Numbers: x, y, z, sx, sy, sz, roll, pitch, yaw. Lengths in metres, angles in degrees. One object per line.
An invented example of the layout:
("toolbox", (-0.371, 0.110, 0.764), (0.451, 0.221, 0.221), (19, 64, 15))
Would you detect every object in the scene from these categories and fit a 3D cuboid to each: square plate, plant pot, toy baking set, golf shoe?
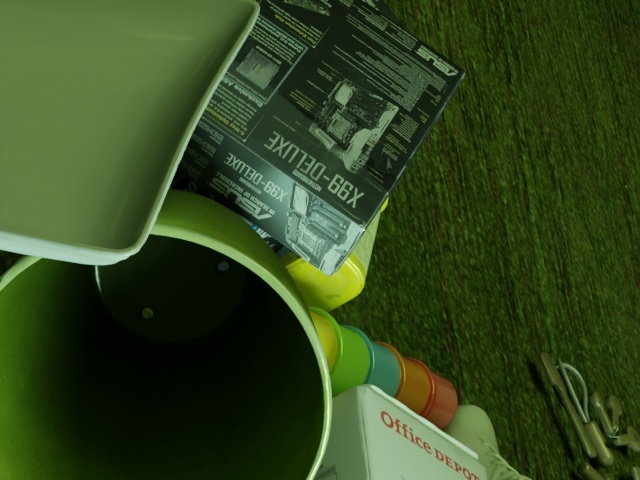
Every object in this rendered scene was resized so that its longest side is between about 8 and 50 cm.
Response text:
("square plate", (-0.250, -0.100, 1.416), (0.344, 0.347, 0.049), (-69, 165, -52))
("plant pot", (-0.128, 0.068, 1.524), (0.275, 0.274, 0.293), (52, 12, -16))
("toy baking set", (0.344, 0.250, 2.413), (0.256, 0.030, 0.197), (38, 30, -38))
("golf shoe", (0.181, 0.274, 1.964), (0.115, 0.140, 0.306), (42, 29, -29))

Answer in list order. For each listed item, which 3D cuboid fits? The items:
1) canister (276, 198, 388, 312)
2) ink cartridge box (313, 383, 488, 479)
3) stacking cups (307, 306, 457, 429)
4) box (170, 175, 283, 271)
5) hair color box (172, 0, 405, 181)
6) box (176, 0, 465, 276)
("canister", (0.000, 0.000, 1.940), (0.073, 0.126, 0.170), (49, 29, -23))
("ink cartridge box", (0.069, 0.303, 1.752), (0.207, 0.117, 0.283), (36, 35, -39))
("stacking cups", (0.038, 0.126, 1.907), (0.316, 0.096, 0.096), (22, 45, -52))
("box", (-0.074, -0.029, 1.772), (0.051, 0.175, 0.220), (50, 23, 14))
("hair color box", (-0.106, -0.183, 1.801), (0.374, 0.113, 0.185), (-31, 82, -44))
("box", (-0.053, -0.145, 1.651), (0.307, 0.076, 0.242), (34, 46, -2))
